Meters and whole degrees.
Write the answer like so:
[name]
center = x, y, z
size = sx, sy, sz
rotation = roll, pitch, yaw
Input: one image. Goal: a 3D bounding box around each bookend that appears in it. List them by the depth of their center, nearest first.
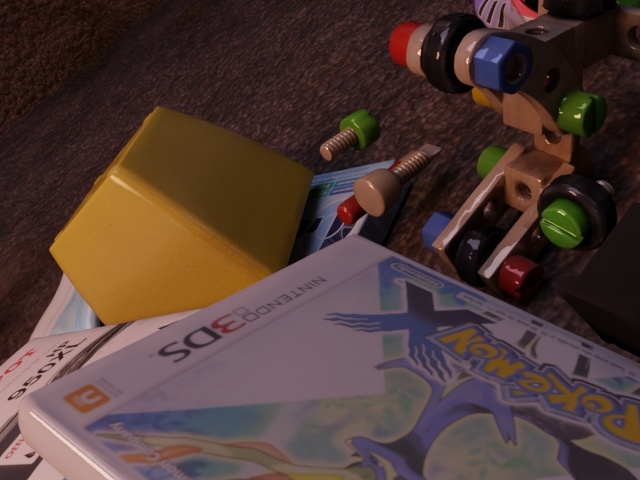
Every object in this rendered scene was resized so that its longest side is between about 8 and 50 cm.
[bookend]
center = 0.257, 0.009, 0.494
size = 0.156, 0.072, 0.157
rotation = -52, 29, -6

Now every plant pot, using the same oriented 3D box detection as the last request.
[plant pot]
center = -0.158, -0.014, 0.873
size = 0.212, 0.187, 0.212
rotation = -43, 19, 32

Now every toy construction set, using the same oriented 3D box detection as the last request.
[toy construction set]
center = 0.170, -0.106, 0.720
size = 0.237, 0.257, 0.309
rotation = -37, 17, -27

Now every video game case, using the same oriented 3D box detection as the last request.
[video game case]
center = 0.056, 0.110, 0.452
size = 0.329, 0.036, 0.300
rotation = 26, 34, 32

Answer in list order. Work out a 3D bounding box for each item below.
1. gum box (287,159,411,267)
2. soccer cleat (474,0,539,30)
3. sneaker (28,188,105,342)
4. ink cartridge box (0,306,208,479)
[gum box]
center = 0.000, 0.000, 0.894
size = 0.157, 0.041, 0.184
rotation = -7, 45, 44
[soccer cleat]
center = 0.239, -0.275, 0.922
size = 0.083, 0.095, 0.248
rotation = -38, 32, 6
[sneaker]
center = -0.241, 0.047, 1.032
size = 0.150, 0.135, 0.366
rotation = -12, 49, 26
[ink cartridge box]
center = -0.183, 0.206, 0.663
size = 0.394, 0.166, 0.285
rotation = -13, 25, 38
